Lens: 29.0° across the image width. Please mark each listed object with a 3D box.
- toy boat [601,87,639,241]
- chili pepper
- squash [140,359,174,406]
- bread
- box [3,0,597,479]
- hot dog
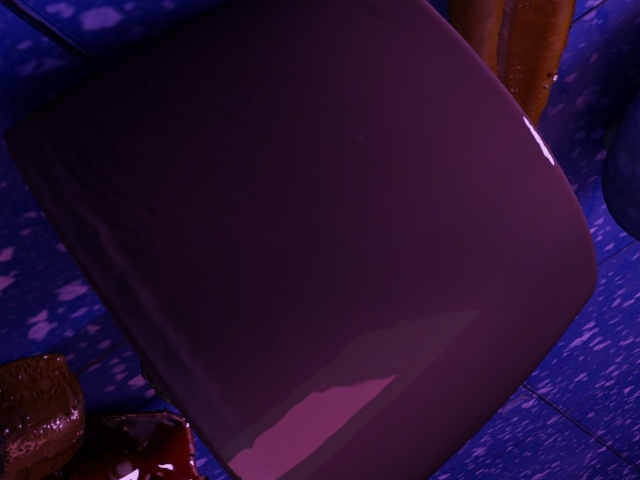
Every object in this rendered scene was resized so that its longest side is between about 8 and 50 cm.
[{"bbox_3d":[0.329,-0.140,0.980,0.215,0.123,0.330,-17,141,-42],"label":"toy boat"},{"bbox_3d":[-0.205,0.243,1.098,0.253,0.136,0.144,-44,-162,47],"label":"chili pepper"},{"bbox_3d":[-0.056,0.089,0.947,0.123,0.123,0.186,-32,159,3],"label":"squash"},{"bbox_3d":[-0.212,0.134,0.904,0.070,0.076,0.083,-12,148,-27],"label":"bread"},{"bbox_3d":[0.000,0.000,0.678,0.216,0.301,0.301,-38,154,-2],"label":"box"},{"bbox_3d":[0.115,-0.138,0.777,0.088,0.061,0.286,-21,154,-12],"label":"hot dog"}]
